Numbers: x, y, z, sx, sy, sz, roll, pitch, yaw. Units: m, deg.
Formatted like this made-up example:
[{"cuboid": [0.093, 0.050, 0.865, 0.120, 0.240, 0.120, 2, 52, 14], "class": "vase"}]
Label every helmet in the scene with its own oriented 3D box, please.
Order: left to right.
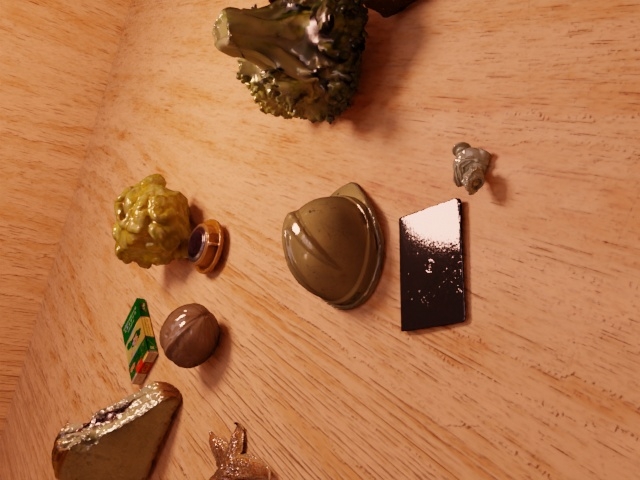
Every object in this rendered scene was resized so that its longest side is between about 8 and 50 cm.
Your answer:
[{"cuboid": [-0.004, -0.004, 1.177, 0.204, 0.137, 0.257, -51, 40, 31], "class": "helmet"}]

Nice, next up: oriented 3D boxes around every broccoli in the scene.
[{"cuboid": [-0.067, -0.394, 1.288, 0.348, 0.281, 0.293, 21, 104, 56], "class": "broccoli"}]

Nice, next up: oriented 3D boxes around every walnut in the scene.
[{"cuboid": [-0.307, 0.223, 1.526, 0.162, 0.140, 0.140, -49, 41, 17], "class": "walnut"}]

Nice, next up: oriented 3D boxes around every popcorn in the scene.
[{"cuboid": [-0.450, -0.049, 1.779, 0.250, 0.235, 0.241, 1, 120, 44], "class": "popcorn"}]

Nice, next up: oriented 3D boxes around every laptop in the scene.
[{"cuboid": [0.175, 0.040, 1.017, 0.135, 0.016, 0.197, -19, 64, 50], "class": "laptop"}]

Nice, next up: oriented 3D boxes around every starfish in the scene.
[{"cuboid": [-0.186, 0.493, 1.327, 0.295, 0.048, 0.231, -1, 66, 53], "class": "starfish"}]

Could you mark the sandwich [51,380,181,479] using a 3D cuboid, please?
[{"cuboid": [-0.511, 0.477, 1.617, 0.288, 0.254, 0.099, -64, 30, 11], "class": "sandwich"}]

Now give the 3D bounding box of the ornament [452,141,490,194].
[{"cuboid": [0.225, -0.109, 0.980, 0.068, 0.041, 0.092, -60, 27, 11], "class": "ornament"}]

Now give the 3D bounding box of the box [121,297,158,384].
[{"cuboid": [-0.535, 0.294, 1.912, 0.132, 0.034, 0.235, -57, 38, 24], "class": "box"}]

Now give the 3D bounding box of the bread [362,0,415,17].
[{"cuboid": [0.223, -0.540, 1.089, 0.416, 0.113, 0.165, -18, 63, 53], "class": "bread"}]

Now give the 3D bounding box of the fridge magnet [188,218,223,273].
[{"cuboid": [-0.292, 0.014, 1.649, 0.143, 0.063, 0.143, -20, 64, 48], "class": "fridge magnet"}]

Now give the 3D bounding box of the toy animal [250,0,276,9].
[{"cuboid": [-0.105, -0.480, 1.509, 0.176, 0.255, 0.239, 26, 78, 19], "class": "toy animal"}]
